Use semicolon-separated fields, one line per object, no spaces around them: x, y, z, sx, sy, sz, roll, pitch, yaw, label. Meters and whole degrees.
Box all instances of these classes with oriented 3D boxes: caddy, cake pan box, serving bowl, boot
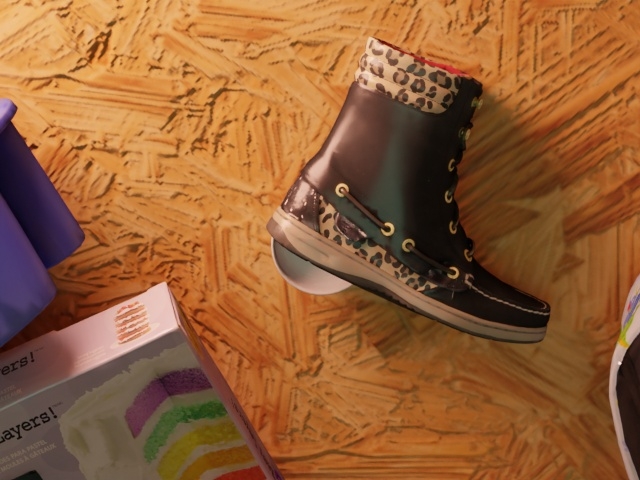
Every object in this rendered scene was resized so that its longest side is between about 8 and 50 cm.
-0.347;0.021;1.439;0.341;0.241;0.179;-32;106;15;caddy
-0.184;0.184;1.482;0.266;0.070;0.246;-24;125;2;cake pan box
0.000;0.000;1.487;0.083;0.027;0.083;-2;100;-12;serving bowl
0.098;-0.034;1.440;0.236;0.085;0.179;23;98;-12;boot

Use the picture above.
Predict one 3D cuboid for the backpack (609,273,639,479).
0.353;0.153;1.386;0.290;0.273;0.355;-27;113;25;backpack
